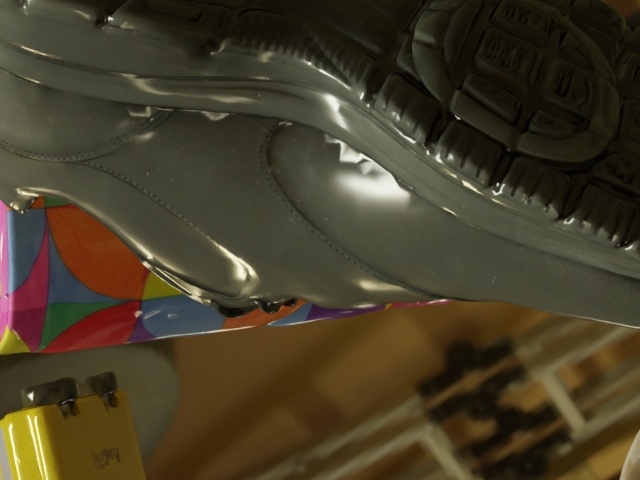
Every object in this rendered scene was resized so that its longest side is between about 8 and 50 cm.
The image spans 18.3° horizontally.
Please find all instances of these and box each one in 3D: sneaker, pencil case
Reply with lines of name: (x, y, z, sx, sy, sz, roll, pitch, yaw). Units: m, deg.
sneaker: (0.008, -0.027, 0.656, 0.286, 0.109, 0.130, 22, 132, 16)
pencil case: (-0.047, -0.011, 0.864, 0.104, 0.236, 0.104, 177, 90, -67)

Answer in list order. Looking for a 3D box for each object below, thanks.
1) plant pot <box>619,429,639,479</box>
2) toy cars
plant pot: (0.314, 0.198, 1.272, 0.323, 0.323, 0.280, 58, -170, 30)
toy cars: (-0.170, 0.210, 1.186, 0.394, 0.087, 0.176, -92, -15, -51)
